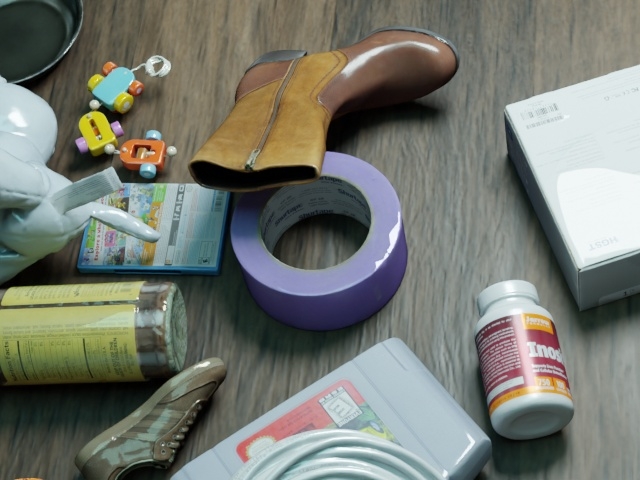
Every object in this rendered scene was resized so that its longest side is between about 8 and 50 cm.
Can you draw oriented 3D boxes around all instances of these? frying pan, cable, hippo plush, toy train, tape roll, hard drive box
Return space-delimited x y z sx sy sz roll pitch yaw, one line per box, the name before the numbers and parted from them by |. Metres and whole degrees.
frying pan | -0.428 -0.219 1.910 0.197 0.053 0.326 24 66 22
cable | 0.014 0.303 1.393 0.257 0.089 0.257 7 81 -3
hippo plush | -0.374 -0.095 1.709 0.294 0.234 0.236 -22 51 6
toy train | -0.227 -0.142 1.833 0.125 0.046 0.166 -2 60 7
tape roll | 0.000 0.000 1.681 0.189 0.080 0.189 -4 58 6
hard drive box | 0.324 -0.063 1.661 0.181 0.089 0.232 -17 56 -1

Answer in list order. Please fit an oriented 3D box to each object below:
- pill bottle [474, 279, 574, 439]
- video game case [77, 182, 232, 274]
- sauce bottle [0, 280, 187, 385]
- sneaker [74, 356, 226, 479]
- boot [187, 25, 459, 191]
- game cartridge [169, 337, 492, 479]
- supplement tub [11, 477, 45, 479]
pill bottle | 0.206 0.121 1.565 0.086 0.086 0.152 -10 57 3
video game case | -0.191 -0.014 1.760 0.166 0.015 0.119 1 58 10
sauce bottle | -0.320 0.102 1.650 0.344 0.111 0.111 -1 57 9
sneaker | -0.164 0.202 1.599 0.188 0.066 0.071 -37 76 -8
boot | 0.011 -0.148 1.690 0.264 0.096 0.280 2 28 11
game cartridge | 0.014 0.237 1.525 0.294 0.060 0.196 -32 53 -13
supplement tub | -0.282 0.337 1.489 0.117 0.117 0.190 -20 56 -4
